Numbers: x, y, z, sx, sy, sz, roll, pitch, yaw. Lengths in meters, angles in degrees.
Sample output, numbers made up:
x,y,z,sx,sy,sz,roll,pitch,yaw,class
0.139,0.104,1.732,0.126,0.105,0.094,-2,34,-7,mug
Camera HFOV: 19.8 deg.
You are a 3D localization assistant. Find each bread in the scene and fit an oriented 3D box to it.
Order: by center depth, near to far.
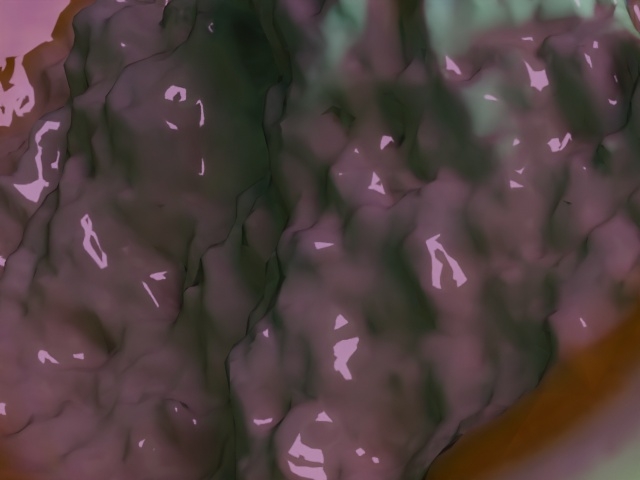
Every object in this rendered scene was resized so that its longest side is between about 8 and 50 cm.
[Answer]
x,y,z,sx,sy,sz,roll,pitch,yaw,class
0.024,-0.010,0.558,0.245,0.329,0.424,21,22,-37,bread
